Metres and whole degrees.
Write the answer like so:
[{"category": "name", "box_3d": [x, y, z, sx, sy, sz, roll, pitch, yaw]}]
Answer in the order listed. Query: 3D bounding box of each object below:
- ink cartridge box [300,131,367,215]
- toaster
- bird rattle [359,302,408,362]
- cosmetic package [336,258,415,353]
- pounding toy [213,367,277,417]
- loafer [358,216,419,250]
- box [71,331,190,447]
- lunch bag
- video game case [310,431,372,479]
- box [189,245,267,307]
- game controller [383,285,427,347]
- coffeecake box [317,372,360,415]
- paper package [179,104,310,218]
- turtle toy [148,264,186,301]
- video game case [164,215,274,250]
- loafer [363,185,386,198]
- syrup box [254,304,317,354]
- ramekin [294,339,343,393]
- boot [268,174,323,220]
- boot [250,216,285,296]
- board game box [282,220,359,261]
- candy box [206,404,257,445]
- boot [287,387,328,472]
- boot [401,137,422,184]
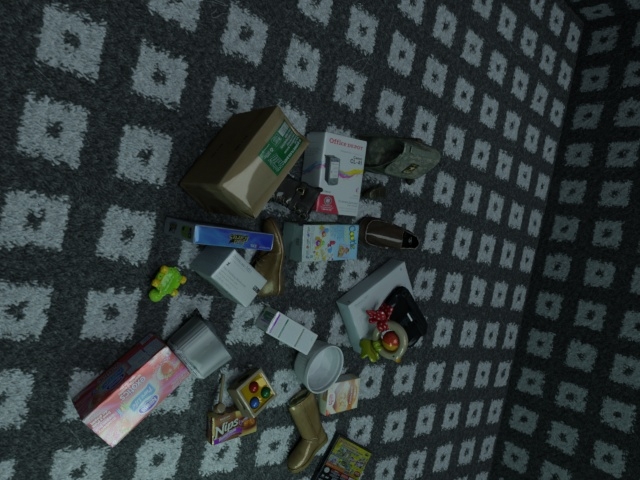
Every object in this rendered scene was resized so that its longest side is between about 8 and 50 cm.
[{"category": "ink cartridge box", "box_3d": [0.048, -0.258, 1.805, 0.226, 0.131, 0.306, 3, 97, -38]}, {"category": "toaster", "box_3d": [-0.412, 0.358, 1.546, 0.146, 0.129, 0.227, -41, 122, -23]}, {"category": "bird rattle", "box_3d": [0.284, 0.406, 1.950, 0.143, 0.207, 0.253, 10, 102, -56]}, {"category": "cosmetic package", "box_3d": [0.270, 0.300, 2.096, 0.377, 0.097, 0.284, -33, 119, -30]}, {"category": "pounding toy", "box_3d": [-0.289, 0.559, 1.667, 0.206, 0.094, 0.181, -36, 99, -40]}, {"category": "loafer", "box_3d": [0.315, -0.027, 2.054, 0.366, 0.130, 0.133, 6, 93, -39]}, {"category": "box", "box_3d": [-0.580, 0.452, 1.412, 0.300, 0.154, 0.142, -44, 121, -26]}, {"category": "lunch bag", "box_3d": [0.322, -0.350, 1.907, 0.235, 0.287, 0.169, 4, 95, -40]}, {"category": "video game case", "box_3d": [0.101, 1.056, 2.129, 0.275, 0.035, 0.248, 43, 72, -34]}, {"category": "box", "box_3d": [-0.313, 0.112, 1.547, 0.119, 0.182, 0.181, -53, 125, -18]}, {"category": "game controller", "box_3d": [0.395, 0.361, 2.119, 0.166, 0.067, 0.319, -39, 121, -10]}, {"category": "coffeecake box", "box_3d": [0.081, 0.681, 2.029, 0.185, 0.068, 0.142, 2, 97, -38]}, {"category": "paper package", "box_3d": [-0.245, -0.245, 1.459, 0.168, 0.309, 0.325, 45, 68, -34]}, {"category": "turtle toy", "box_3d": [-0.505, 0.140, 1.474, 0.095, 0.066, 0.130, 40, 73, -36]}, {"category": "video game case", "box_3d": [-0.330, -0.021, 1.472, 0.270, 0.244, 0.061, 8, 94, -39]}, {"category": "loafer", "box_3d": [0.242, -0.214, 2.020, 0.148, 0.050, 0.056, -12, 109, -53]}, {"category": "syrup box", "box_3d": [-0.132, 0.352, 1.787, 0.237, 0.093, 0.096, 40, 74, -36]}, {"category": "ramekin", "box_3d": [-0.013, 0.511, 1.885, 0.207, 0.109, 0.207, -17, 116, -40]}, {"category": "boot", "box_3d": [-0.136, -0.145, 1.633, 0.229, 0.091, 0.263, 36, 70, 0]}, {"category": "boot", "box_3d": [-0.201, 0.066, 1.685, 0.115, 0.112, 0.305, -8, 105, -27]}, {"category": "board game box", "box_3d": [0.000, 0.000, 1.802, 0.275, 0.142, 0.144, -1, 98, -38]}, {"category": "candy box", "box_3d": [-0.331, 0.682, 1.712, 0.187, 0.053, 0.109, -1, 98, -40]}, {"category": "boot", "box_3d": [-0.085, 0.790, 1.910, 0.236, 0.089, 0.269, -36, 118, -40]}, {"category": "boot", "box_3d": [0.396, -0.370, 2.115, 0.106, 0.082, 0.219, 6, 99, -17]}]
